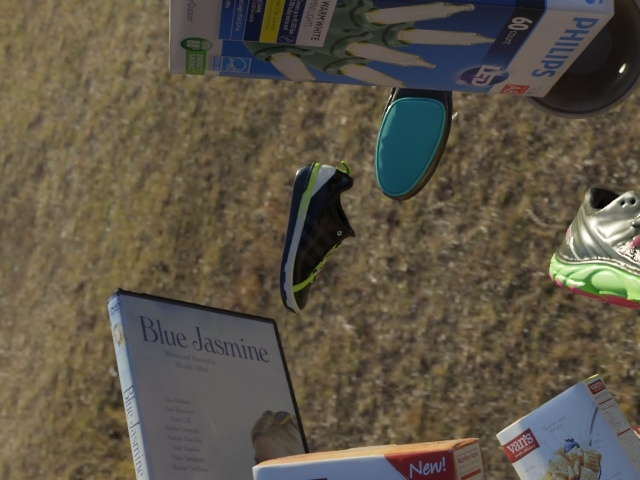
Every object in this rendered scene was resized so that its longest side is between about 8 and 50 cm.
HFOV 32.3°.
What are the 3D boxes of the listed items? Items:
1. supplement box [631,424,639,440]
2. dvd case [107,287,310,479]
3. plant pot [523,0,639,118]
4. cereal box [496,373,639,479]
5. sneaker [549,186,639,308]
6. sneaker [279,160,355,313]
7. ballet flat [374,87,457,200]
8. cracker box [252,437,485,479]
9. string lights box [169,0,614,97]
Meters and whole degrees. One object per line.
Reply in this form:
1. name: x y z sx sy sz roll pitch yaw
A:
1. supplement box: 0.467 0.383 1.699 0.191 0.194 0.129 -103 3 -81
2. dvd case: -0.082 0.165 0.930 0.022 0.180 0.253 -40 52 34
3. plant pot: 0.427 -0.324 1.831 0.237 0.110 0.237 3 103 15
4. cereal box: 0.344 0.311 1.389 0.173 0.047 0.240 -46 67 43
5. sneaker: 0.488 -0.001 1.476 0.483 0.185 0.202 10 85 60
6. sneaker: 0.000 0.000 1.593 0.084 0.097 0.234 -64 -17 -74
7. ballet flat: 0.137 -0.187 1.432 0.095 0.096 0.280 11 92 25
8. cracker box: 0.046 0.263 0.774 0.156 0.067 0.232 -11 82 25
9. string lights box: 0.036 -0.157 0.699 0.133 0.260 0.076 116 156 -73
